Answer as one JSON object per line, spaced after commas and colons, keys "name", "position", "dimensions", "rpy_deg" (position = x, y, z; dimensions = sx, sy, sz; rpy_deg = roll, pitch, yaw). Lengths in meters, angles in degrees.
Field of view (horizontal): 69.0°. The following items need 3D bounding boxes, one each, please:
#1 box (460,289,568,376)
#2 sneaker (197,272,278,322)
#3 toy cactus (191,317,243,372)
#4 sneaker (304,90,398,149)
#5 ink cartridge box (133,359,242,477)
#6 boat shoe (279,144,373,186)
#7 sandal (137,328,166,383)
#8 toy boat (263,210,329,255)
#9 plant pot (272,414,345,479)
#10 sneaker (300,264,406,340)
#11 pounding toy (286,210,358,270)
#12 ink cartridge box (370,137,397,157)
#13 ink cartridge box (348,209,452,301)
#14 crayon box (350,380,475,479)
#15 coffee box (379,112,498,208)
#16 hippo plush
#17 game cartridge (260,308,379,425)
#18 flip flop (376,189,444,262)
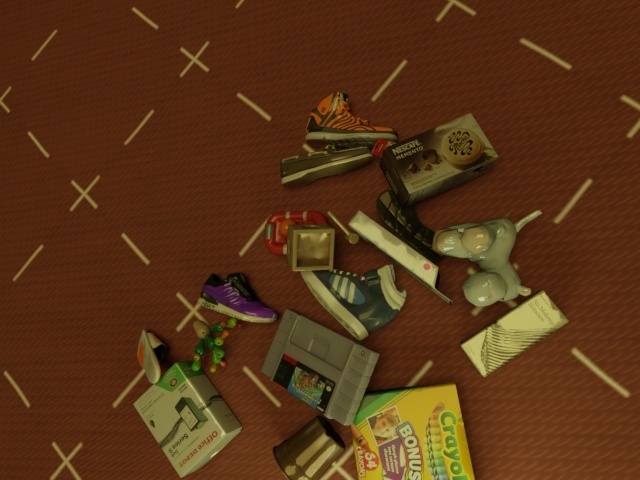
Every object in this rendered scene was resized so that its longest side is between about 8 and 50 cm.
{"name": "box", "position": [0.538, 0.262, 1.312], "dimensions": [0.275, 0.094, 0.113], "rpy_deg": [-38, 72, 7]}
{"name": "sneaker", "position": [-0.270, 0.181, 1.556], "dimensions": [0.294, 0.102, 0.146], "rpy_deg": [14, 83, 18]}
{"name": "toy cactus", "position": [-0.364, 0.331, 1.569], "dimensions": [0.180, 0.112, 0.219], "rpy_deg": [36, 93, 38]}
{"name": "sneaker", "position": [0.104, -0.407, 1.553], "dimensions": [0.321, 0.124, 0.179], "rpy_deg": [7, 82, 17]}
{"name": "ink cartridge box", "position": [-0.429, 0.571, 1.514], "dimensions": [0.211, 0.121, 0.289], "rpy_deg": [-45, 71, 3]}
{"name": "boat shoe", "position": [0.014, -0.266, 1.559], "dimensions": [0.325, 0.117, 0.096], "rpy_deg": [-14, 79, 19]}
{"name": "sandal", "position": [-0.563, 0.400, 1.588], "dimensions": [0.265, 0.076, 0.101], "rpy_deg": [35, 111, 52]}
{"name": "toy boat", "position": [-0.086, -0.031, 1.519], "dimensions": [0.231, 0.151, 0.150], "rpy_deg": [-1, 79, 16]}
{"name": "plant pot", "position": [-0.026, 0.622, 1.377], "dimensions": [0.165, 0.167, 0.167], "rpy_deg": [-43, 71, -5]}
{"name": "sneaker", "position": [0.113, 0.135, 1.461], "dimensions": [0.236, 0.130, 0.323], "rpy_deg": [-38, 57, -13]}
{"name": "pounding toy", "position": [0.006, -0.009, 1.428], "dimensions": [0.206, 0.094, 0.180], "rpy_deg": [-2, 104, -17]}
{"name": "ink cartridge box", "position": [0.226, -0.283, 1.494], "dimensions": [0.062, 0.115, 0.029], "rpy_deg": [-62, 32, 31]}
{"name": "ink cartridge box", "position": [0.254, 0.054, 1.391], "dimensions": [0.371, 0.176, 0.069], "rpy_deg": [40, 91, 19]}
{"name": "crayon box", "position": [0.260, 0.605, 1.316], "dimensions": [0.313, 0.106, 0.362], "rpy_deg": [-12, 75, 14]}
{"name": "coffee box", "position": [0.352, -0.240, 1.414], "dimensions": [0.297, 0.119, 0.168], "rpy_deg": [-22, 73, -6]}
{"name": "hippo plush", "position": [0.468, 0.064, 1.345], "dimensions": [0.294, 0.234, 0.236], "rpy_deg": [-14, 94, -29]}
{"name": "game cartridge", "position": [-0.015, 0.374, 1.411], "dimensions": [0.355, 0.068, 0.230], "rpy_deg": [19, 80, 38]}
{"name": "flip flop", "position": [0.276, -0.039, 1.459], "dimensions": [0.112, 0.080, 0.277], "rpy_deg": [-44, 86, -12]}
